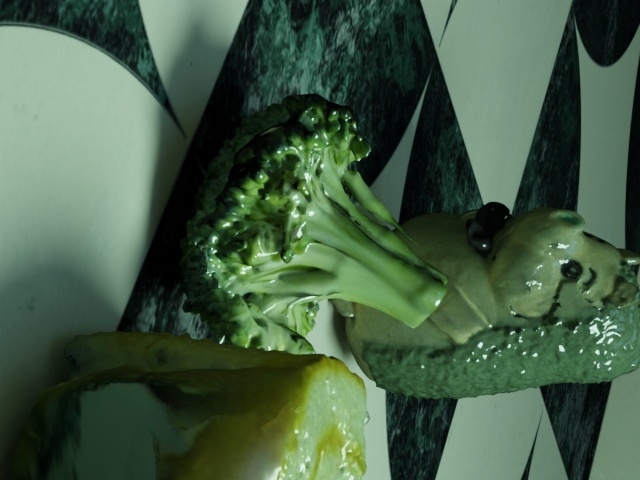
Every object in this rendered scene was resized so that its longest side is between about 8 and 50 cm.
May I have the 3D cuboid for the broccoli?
[{"bbox_3d":[0.000,0.000,1.517,0.247,0.243,0.263,-63,180,35],"label":"broccoli"}]

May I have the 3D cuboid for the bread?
[{"bbox_3d":[-0.129,0.264,1.317,0.264,0.239,0.395,23,76,-64],"label":"bread"}]

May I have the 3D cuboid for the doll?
[{"bbox_3d":[0.199,0.067,1.912,0.247,0.350,0.247,6,90,-67],"label":"doll"}]
